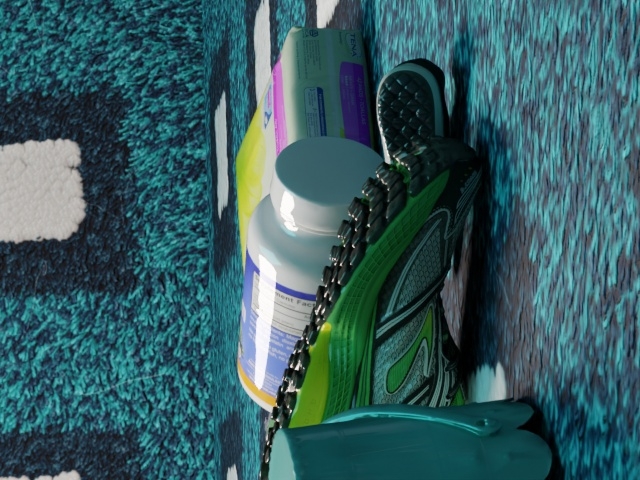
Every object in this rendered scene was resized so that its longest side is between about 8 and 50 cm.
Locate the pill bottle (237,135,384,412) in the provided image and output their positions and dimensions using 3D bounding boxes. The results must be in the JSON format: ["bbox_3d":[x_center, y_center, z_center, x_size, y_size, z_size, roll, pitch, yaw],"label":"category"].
[{"bbox_3d":[-0.001,0.036,1.957,0.152,0.152,0.272,-101,14,-51],"label":"pill bottle"}]

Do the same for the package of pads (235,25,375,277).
[{"bbox_3d":[-0.016,-0.061,2.168,0.296,0.101,0.229,117,152,-60],"label":"package of pads"}]

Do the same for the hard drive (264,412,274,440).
[{"bbox_3d":[-0.019,0.338,2.401,0.237,0.064,0.339,106,161,-62],"label":"hard drive"}]

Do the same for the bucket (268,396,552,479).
[{"bbox_3d":[0.063,0.252,1.447,0.281,0.183,0.281,179,90,-82],"label":"bucket"}]

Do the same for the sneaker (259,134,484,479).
[{"bbox_3d":[0.066,0.068,1.649,0.134,0.146,0.343,-85,14,-63],"label":"sneaker"}]

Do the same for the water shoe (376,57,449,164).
[{"bbox_3d":[0.090,-0.056,1.697,0.080,0.073,0.203,-41,-46,-64],"label":"water shoe"}]
